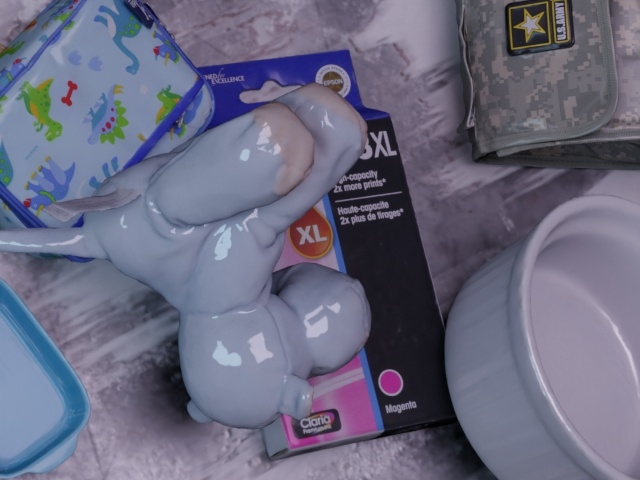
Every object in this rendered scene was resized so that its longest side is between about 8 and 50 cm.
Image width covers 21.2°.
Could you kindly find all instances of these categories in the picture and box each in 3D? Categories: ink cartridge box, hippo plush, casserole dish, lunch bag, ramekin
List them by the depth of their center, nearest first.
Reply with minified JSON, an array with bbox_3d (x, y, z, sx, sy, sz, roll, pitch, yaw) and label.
[{"bbox_3d":[-0.052,0.026,1.353,0.294,0.234,0.236,-29,97,-40],"label":"hippo plush"},{"bbox_3d":[-0.274,0.112,1.418,0.114,0.037,0.188,-37,89,-25],"label":"casserole dish"},{"bbox_3d":[-0.202,-0.099,1.457,0.219,0.090,0.176,-51,118,-24],"label":"lunch bag"},{"bbox_3d":[0.241,0.111,1.523,0.277,0.135,0.277,17,60,-31],"label":"ramekin"},{"bbox_3d":[0.000,0.000,1.540,0.176,0.069,0.371,-9,76,-22],"label":"ink cartridge box"},{"bbox_3d":[0.267,-0.193,1.638,0.287,0.169,0.235,-2,79,-13],"label":"lunch bag"}]

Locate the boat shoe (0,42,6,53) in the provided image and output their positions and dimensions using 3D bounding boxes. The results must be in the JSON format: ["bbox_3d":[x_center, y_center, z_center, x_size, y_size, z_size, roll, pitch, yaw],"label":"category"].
[{"bbox_3d":[-0.328,-0.211,1.473,0.170,0.063,0.059,39,72,-6],"label":"boat shoe"}]
